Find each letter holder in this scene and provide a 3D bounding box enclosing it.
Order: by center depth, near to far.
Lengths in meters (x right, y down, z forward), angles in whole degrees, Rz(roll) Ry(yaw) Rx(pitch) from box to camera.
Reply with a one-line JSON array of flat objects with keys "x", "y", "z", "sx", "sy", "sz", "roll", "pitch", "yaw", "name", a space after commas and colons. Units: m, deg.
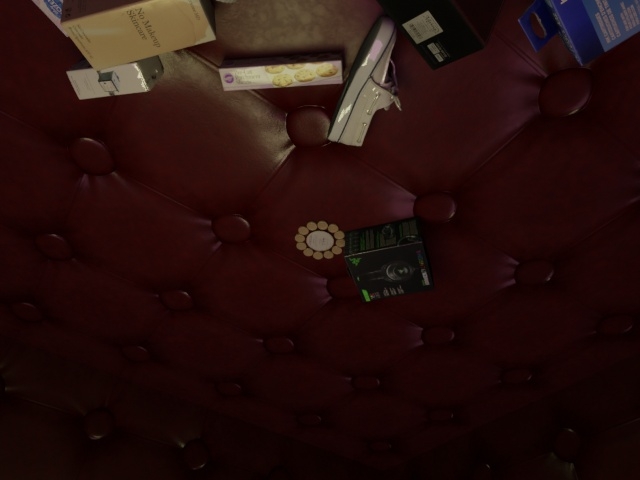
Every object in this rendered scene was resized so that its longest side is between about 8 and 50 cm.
[{"x": 0.257, "y": -0.584, "z": 1.053, "sx": 0.302, "sy": 0.214, "sz": 0.152, "roll": 39, "pitch": 156, "yaw": -28, "name": "letter holder"}]

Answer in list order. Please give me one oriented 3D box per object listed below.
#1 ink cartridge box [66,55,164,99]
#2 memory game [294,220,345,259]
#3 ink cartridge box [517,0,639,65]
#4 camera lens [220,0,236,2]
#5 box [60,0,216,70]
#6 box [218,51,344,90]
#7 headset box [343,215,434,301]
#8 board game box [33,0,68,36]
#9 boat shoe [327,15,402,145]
[{"x": -0.529, "y": -0.440, "z": 1.229, "sx": 0.190, "sy": 0.140, "sz": 0.082, "roll": -6, "pitch": 130, "yaw": 8, "name": "ink cartridge box"}, {"x": 0.000, "y": 0.000, "z": 1.682, "sx": 0.186, "sy": 0.012, "sz": 0.186, "roll": 2, "pitch": 133, "yaw": 2, "name": "memory game"}, {"x": 0.625, "y": -0.581, "z": 1.013, "sx": 0.395, "sy": 0.151, "sz": 0.270, "roll": -30, "pitch": 124, "yaw": 30, "name": "ink cartridge box"}, {"x": -0.187, "y": -0.662, "z": 0.945, "sx": 0.219, "sy": 0.219, "sz": 0.274, "roll": 29, "pitch": 129, "yaw": -21, "name": "camera lens"}, {"x": -0.416, "y": -0.525, "z": 1.102, "sx": 0.311, "sy": 0.121, "sz": 0.148, "roll": -13, "pitch": 151, "yaw": 5, "name": "box"}, {"x": -0.100, "y": -0.445, "z": 1.244, "sx": 0.324, "sy": 0.063, "sz": 0.067, "roll": -1, "pitch": 131, "yaw": 5, "name": "box"}, {"x": 0.232, "y": 0.073, "z": 1.651, "sx": 0.283, "sy": 0.131, "sz": 0.246, "roll": -11, "pitch": 130, "yaw": 15, "name": "headset box"}, {"x": -0.590, "y": -0.688, "z": 1.055, "sx": 0.318, "sy": 0.066, "sz": 0.319, "roll": -24, "pitch": 127, "yaw": 23, "name": "board game box"}, {"x": 0.147, "y": -0.388, "z": 1.232, "sx": 0.156, "sy": 0.136, "sz": 0.367, "roll": 16, "pitch": 135, "yaw": -10, "name": "boat shoe"}]
